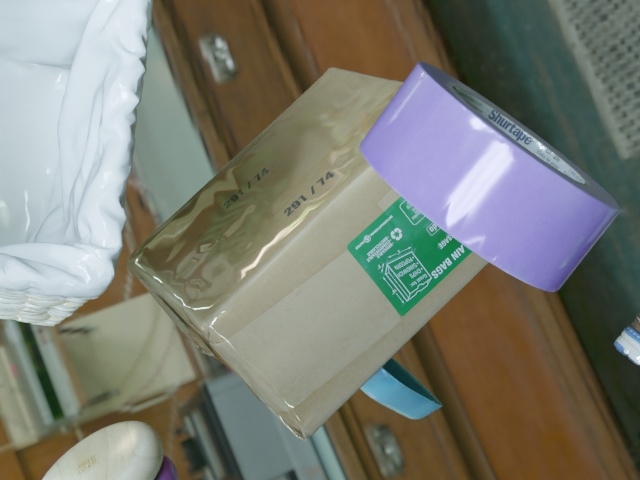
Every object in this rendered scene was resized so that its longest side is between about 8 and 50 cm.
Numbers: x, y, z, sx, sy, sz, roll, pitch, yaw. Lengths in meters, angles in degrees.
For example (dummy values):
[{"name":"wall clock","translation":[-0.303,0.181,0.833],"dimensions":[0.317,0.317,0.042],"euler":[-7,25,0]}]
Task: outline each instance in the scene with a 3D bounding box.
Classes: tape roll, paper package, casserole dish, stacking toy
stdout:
[{"name":"tape roll","translation":[0.128,-0.049,1.007],"dimensions":[0.080,0.189,0.189],"euler":[-54,46,14]},{"name":"paper package","translation":[0.000,0.000,1.351],"dimensions":[0.168,0.325,0.309],"euler":[50,171,-24]},{"name":"casserole dish","translation":[0.066,0.148,1.462],"dimensions":[0.114,0.037,0.188],"euler":[43,-175,31]},{"name":"stacking toy","translation":[-0.137,0.339,1.314],"dimensions":[0.330,0.141,0.141],"euler":[57,165,-23]}]

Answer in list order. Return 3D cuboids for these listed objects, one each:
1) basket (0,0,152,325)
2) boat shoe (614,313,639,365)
[{"name":"basket","translation":[-0.337,-0.105,1.169],"dimensions":[0.266,0.328,0.331],"euler":[138,139,-68]},{"name":"boat shoe","translation":[0.331,0.117,1.081],"dimensions":[0.183,0.066,0.066],"euler":[38,-174,13]}]
